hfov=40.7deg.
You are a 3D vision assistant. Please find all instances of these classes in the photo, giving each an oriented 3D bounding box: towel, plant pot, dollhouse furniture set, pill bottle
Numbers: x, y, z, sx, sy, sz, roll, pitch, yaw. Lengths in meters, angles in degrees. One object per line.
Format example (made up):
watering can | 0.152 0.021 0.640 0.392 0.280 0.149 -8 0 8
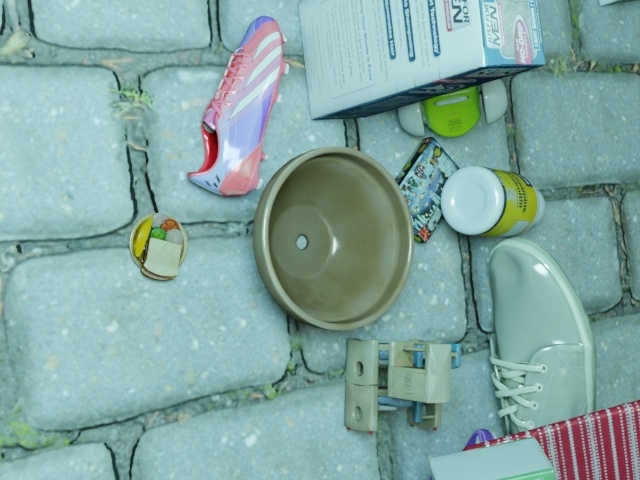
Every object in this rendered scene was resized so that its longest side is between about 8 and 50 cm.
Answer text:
towel | 0.349 0.348 1.253 0.275 0.031 0.198 -14 109 -4
plant pot | 0.000 0.000 1.147 0.237 0.110 0.237 3 84 -34
dollhouse furniture set | 0.137 0.202 1.178 0.129 0.184 0.128 5 84 -33
pill bottle | 0.270 -0.056 1.316 0.184 0.103 0.103 2 86 -52

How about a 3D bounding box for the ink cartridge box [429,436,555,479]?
ink cartridge box | 0.246 0.397 1.188 0.154 0.093 0.212 -11 110 -3

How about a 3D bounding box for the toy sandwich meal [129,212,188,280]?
toy sandwich meal | -0.197 0.007 1.065 0.086 0.029 0.085 2 86 -33

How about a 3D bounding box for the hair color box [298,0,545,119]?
hair color box | 0.113 -0.267 1.095 0.105 0.347 0.173 -8 91 -33

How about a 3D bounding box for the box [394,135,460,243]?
box | 0.157 -0.076 1.303 0.094 0.027 0.137 45 64 -24

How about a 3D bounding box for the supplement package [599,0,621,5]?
supplement package | 0.606 -0.545 1.554 0.203 0.149 0.194 -18 97 -34

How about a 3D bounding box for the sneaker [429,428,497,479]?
sneaker | 0.206 0.347 1.287 0.071 0.068 0.170 46 65 -16

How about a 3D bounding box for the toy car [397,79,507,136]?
toy car | 0.186 -0.247 1.276 0.136 0.159 0.182 -85 162 -58

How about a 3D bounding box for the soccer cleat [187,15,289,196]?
soccer cleat | -0.106 -0.179 1.110 0.095 0.083 0.247 13 83 -27

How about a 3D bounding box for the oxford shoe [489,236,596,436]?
oxford shoe | 0.327 0.218 1.320 0.130 0.169 0.449 -17 101 -31
